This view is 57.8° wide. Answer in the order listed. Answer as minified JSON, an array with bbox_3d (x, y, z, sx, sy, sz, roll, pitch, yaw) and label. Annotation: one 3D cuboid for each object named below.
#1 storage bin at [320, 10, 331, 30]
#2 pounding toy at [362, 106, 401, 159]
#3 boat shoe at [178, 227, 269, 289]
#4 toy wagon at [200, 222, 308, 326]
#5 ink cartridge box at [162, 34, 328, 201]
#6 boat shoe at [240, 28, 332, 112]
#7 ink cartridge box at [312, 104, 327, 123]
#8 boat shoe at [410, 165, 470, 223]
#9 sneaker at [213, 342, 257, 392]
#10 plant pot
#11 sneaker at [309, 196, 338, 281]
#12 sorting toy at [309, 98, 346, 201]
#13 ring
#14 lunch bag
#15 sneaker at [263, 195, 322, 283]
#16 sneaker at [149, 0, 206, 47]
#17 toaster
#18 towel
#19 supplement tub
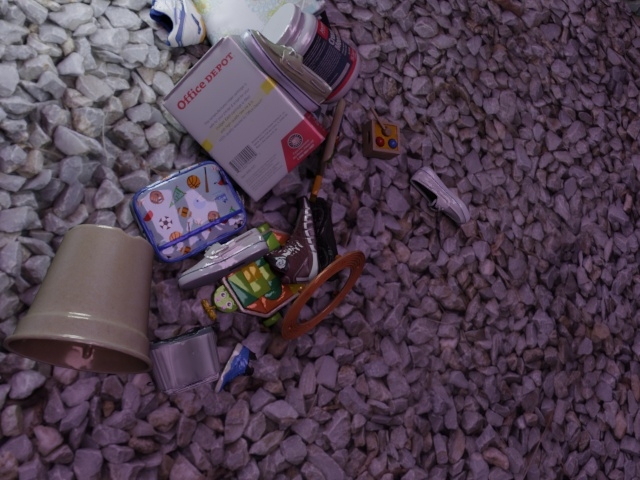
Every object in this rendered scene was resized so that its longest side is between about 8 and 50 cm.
[{"bbox_3d":[-0.068,-0.704,1.911,0.180,0.084,0.122,-17,88,-28],"label":"storage bin"},{"bbox_3d":[0.205,-0.361,1.968,0.130,0.100,0.141,3,79,-25],"label":"pounding toy"},{"bbox_3d":[-0.277,0.047,1.607,0.267,0.096,0.088,-27,75,-10],"label":"boat shoe"},{"bbox_3d":[-0.189,0.119,1.709,0.344,0.068,0.267,-33,95,-27],"label":"toy wagon"},{"bbox_3d":[-0.208,-0.353,1.663,0.279,0.160,0.384,-39,101,17],"label":"ink cartridge box"},{"bbox_3d":[-0.090,-0.480,1.592,0.302,0.094,0.109,37,21,-37],"label":"boat shoe"},{"bbox_3d":[-0.061,-0.416,1.863,0.140,0.082,0.190,24,70,-20],"label":"ink cartridge box"},{"bbox_3d":[0.415,-0.142,2.043,0.258,0.095,0.084,46,69,0],"label":"boat shoe"},{"bbox_3d":[-0.235,0.375,1.644,0.085,0.058,0.152,31,62,-8],"label":"sneaker"},{"bbox_3d":[-0.550,0.140,1.421,0.334,0.334,0.305,16,62,-22],"label":"plant pot"},{"bbox_3d":[0.000,0.000,1.808,0.109,0.130,0.286,-12,62,15],"label":"sneaker"},{"bbox_3d":[0.022,-0.252,1.788,0.041,0.229,0.307,16,73,-3],"label":"sorting toy"},{"bbox_3d":[0.005,0.153,1.673,0.336,0.336,0.032,-37,66,-26],"label":"ring"},{"bbox_3d":[-0.363,-0.076,1.640,0.303,0.115,0.243,-28,95,-26],"label":"lunch bag"},{"bbox_3d":[-0.091,0.001,1.687,0.163,0.106,0.281,-9,62,2],"label":"sneaker"},{"bbox_3d":[-0.455,-0.716,1.715,0.131,0.112,0.296,-26,89,-22],"label":"sneaker"},{"bbox_3d":[-0.361,0.319,1.559,0.227,0.129,0.146,-14,91,-29],"label":"toaster"},{"bbox_3d":[-0.208,-0.757,1.791,0.374,0.090,0.320,-29,89,-2],"label":"towel"},{"bbox_3d":[-0.031,-0.550,1.721,0.272,0.191,0.191,29,69,-34],"label":"supplement tub"}]
